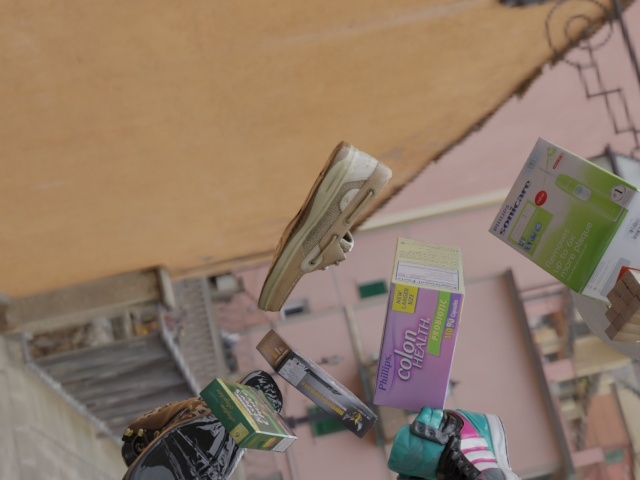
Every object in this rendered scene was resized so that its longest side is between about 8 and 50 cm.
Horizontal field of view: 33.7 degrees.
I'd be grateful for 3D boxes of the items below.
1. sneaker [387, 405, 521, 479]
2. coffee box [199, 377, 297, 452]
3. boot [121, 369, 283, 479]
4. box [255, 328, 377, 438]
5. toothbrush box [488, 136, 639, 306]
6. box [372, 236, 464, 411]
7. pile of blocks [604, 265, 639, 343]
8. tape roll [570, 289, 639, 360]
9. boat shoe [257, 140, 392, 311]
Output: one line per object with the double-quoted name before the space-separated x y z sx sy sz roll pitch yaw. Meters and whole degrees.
"sneaker" 0.190 0.339 1.549 0.295 0.178 0.124 -93 -166 -67
"coffee box" -0.110 0.278 1.667 0.113 0.040 0.184 50 6 24
"boot" -0.271 0.384 1.941 0.377 0.284 0.138 -41 102 -45
"box" -0.011 0.280 2.087 0.231 0.056 0.183 41 -4 -18
"toothbrush box" 0.466 -0.035 1.906 0.206 0.122 0.283 -63 -148 11
"box" 0.165 0.136 1.763 0.243 0.117 0.213 -67 166 -72
"pile of blocks" 0.606 0.070 1.713 0.149 0.362 0.112 96 -23 -45
"tape roll" 0.618 0.086 1.992 0.286 0.100 0.286 27 -48 33
"boat shoe" 0.000 0.000 1.748 0.341 0.110 0.121 -59 -171 30
